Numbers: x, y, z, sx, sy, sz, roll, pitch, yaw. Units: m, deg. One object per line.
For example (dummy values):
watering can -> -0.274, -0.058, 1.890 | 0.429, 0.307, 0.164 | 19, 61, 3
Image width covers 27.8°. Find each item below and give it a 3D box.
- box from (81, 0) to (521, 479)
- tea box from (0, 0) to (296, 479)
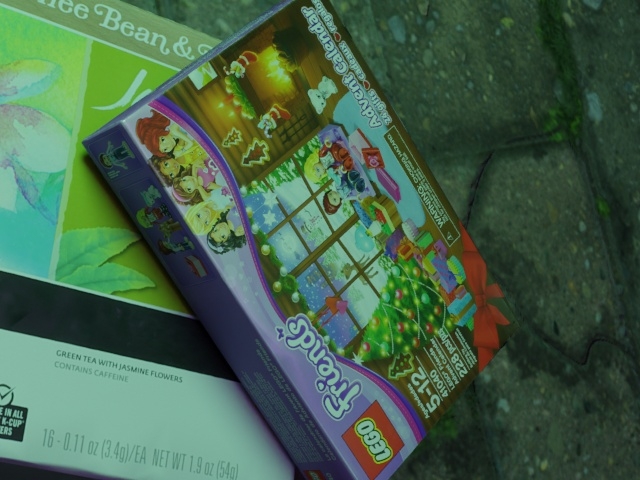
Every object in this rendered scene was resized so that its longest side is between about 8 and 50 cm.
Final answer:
box -> 0.000, 0.000, 0.874 | 0.201, 0.057, 0.293 | -42, 107, -36
tea box -> -0.194, 0.012, 0.901 | 0.329, 0.220, 0.324 | 16, 69, -33
